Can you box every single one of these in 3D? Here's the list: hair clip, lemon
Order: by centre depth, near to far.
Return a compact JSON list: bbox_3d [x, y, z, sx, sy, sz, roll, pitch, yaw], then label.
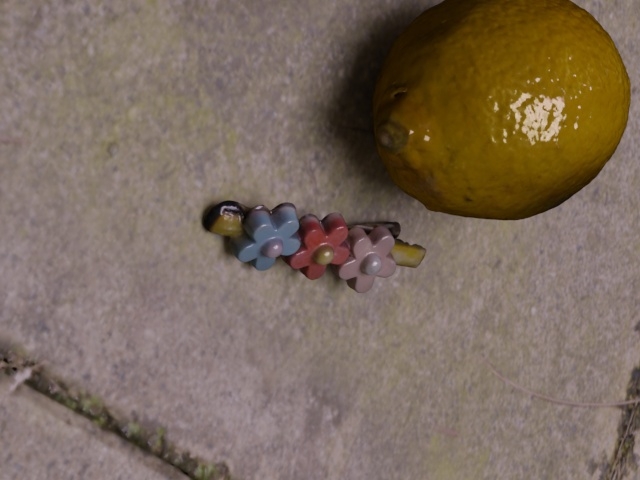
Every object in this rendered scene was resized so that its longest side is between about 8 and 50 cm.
[{"bbox_3d":[0.004,0.004,1.203,0.214,0.056,0.062,4,125,-46],"label":"hair clip"},{"bbox_3d":[0.141,-0.108,1.236,0.257,0.188,0.188,-25,112,-38],"label":"lemon"}]
